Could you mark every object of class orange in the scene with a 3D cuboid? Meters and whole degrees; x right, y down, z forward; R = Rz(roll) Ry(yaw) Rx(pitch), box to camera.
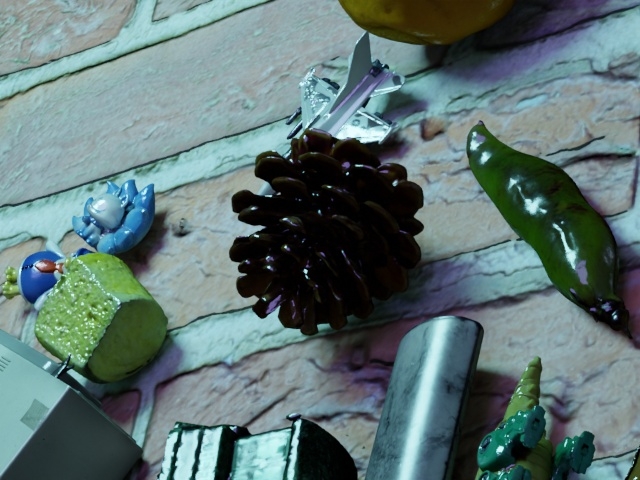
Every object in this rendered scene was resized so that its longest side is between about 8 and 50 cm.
[{"bbox_3d":[0.134,-0.319,2.125,0.249,0.183,0.249,-24,43,25],"label":"orange"}]

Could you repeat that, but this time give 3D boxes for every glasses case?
[{"bbox_3d":[0.081,0.212,1.751,0.114,0.060,0.299,-36,31,51],"label":"glasses case"}]

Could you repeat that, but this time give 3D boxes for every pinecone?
[{"bbox_3d":[0.000,0.000,1.927,0.208,0.208,0.207,-23,42,23],"label":"pinecone"}]

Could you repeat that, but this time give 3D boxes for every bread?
[{"bbox_3d":[-0.235,0.089,2.113,0.114,0.111,0.129,38,105,47],"label":"bread"}]

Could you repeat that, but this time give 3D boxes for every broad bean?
[{"bbox_3d":[0.225,-0.020,1.864,0.077,0.061,0.339,-47,37,13],"label":"broad bean"}]

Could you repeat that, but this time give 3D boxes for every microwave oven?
[{"bbox_3d":[-0.330,0.209,2.053,0.194,0.145,0.240,-50,39,-14],"label":"microwave oven"}]

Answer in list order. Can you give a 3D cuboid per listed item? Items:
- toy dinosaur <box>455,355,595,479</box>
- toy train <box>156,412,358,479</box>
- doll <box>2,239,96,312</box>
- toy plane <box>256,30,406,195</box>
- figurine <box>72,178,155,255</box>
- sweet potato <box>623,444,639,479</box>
[{"bbox_3d":[0.174,0.195,1.674,0.153,0.094,0.259,-38,25,55],"label":"toy dinosaur"},{"bbox_3d":[-0.071,0.304,1.756,0.178,0.138,0.330,-14,47,24],"label":"toy train"},{"bbox_3d":[-0.308,0.040,2.268,0.143,0.057,0.098,-10,55,26],"label":"doll"},{"bbox_3d":[0.009,-0.120,2.142,0.160,0.082,0.234,38,97,41],"label":"toy plane"},{"bbox_3d":[-0.233,-0.031,2.248,0.114,0.079,0.114,-29,34,22],"label":"figurine"},{"bbox_3d":[0.254,0.245,1.595,0.233,0.062,0.081,-52,24,-7],"label":"sweet potato"}]
